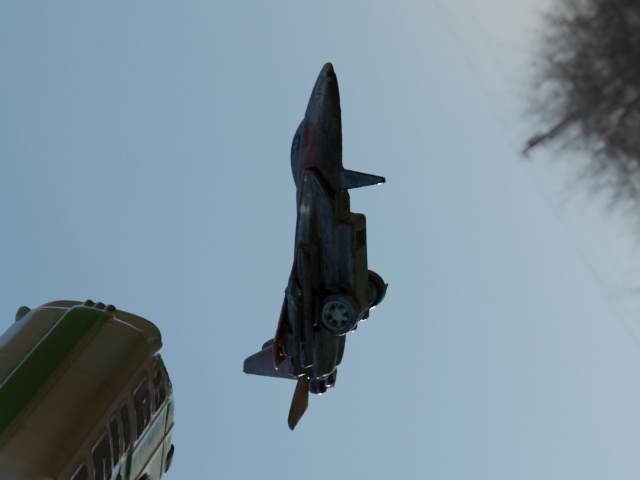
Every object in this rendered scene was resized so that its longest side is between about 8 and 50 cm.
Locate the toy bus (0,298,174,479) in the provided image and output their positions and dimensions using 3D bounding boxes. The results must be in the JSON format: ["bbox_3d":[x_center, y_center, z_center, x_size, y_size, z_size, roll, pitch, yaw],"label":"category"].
[{"bbox_3d":[-0.215,0.165,1.223,0.143,0.179,0.305,12,-156,10],"label":"toy bus"}]

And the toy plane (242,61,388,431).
[{"bbox_3d":[0.007,0.002,1.481,0.104,0.326,0.223,15,-163,14],"label":"toy plane"}]
